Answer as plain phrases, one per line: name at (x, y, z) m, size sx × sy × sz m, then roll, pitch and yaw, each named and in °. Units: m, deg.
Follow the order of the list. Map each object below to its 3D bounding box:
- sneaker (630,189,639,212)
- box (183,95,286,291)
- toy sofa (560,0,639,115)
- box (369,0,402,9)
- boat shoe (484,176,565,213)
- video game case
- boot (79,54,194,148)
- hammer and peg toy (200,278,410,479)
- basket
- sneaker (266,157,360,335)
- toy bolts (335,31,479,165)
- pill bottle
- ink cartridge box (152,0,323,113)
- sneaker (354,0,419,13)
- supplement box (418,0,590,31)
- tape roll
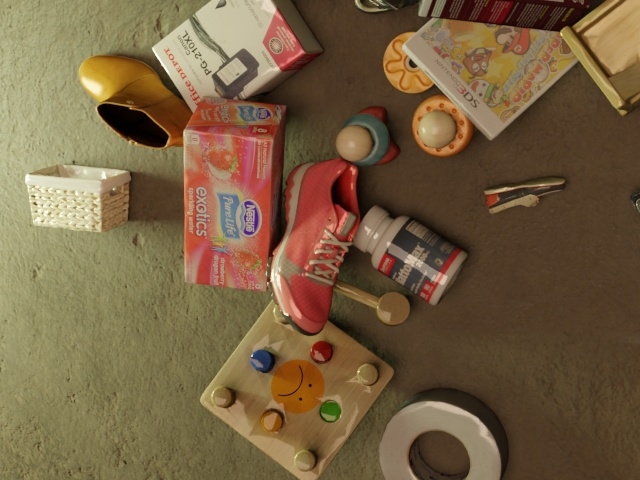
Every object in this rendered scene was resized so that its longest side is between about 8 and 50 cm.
sneaker at (0.555, -0.113, 1.675) m, size 0.163 × 0.086 × 0.226 m, roll -9°, pitch 99°, yaw 19°
box at (-0.145, -0.077, 1.855) m, size 0.154 × 0.142 × 0.300 m, roll 7°, pitch 121°, yaw 4°
toy sofa at (0.547, -0.350, 1.590) m, size 0.362 × 0.177 × 0.150 m, roll -38°, pitch 79°, yaw 23°
box at (0.071, -0.551, 1.634) m, size 0.293 × 0.073 × 0.295 m, roll 31°, pitch 89°, yaw -28°
boat shoe at (0.337, -0.075, 1.783) m, size 0.137 × 0.049 × 0.043 m, roll -10°, pitch 101°, yaw 24°
video game case at (0.279, -0.305, 1.711) m, size 0.227 × 0.026 × 0.206 m, roll -42°, pitch 85°, yaw -7°
boot at (-0.344, -0.247, 1.906) m, size 0.295 × 0.211 × 0.104 m, roll 26°, pitch 108°, yaw 13°
hammer and peg toy at (-0.014, 0.209, 1.917) m, size 0.266 × 0.127 × 0.361 m, roll 35°, pitch 85°, yaw 10°
basket at (-0.450, -0.079, 2.035) m, size 0.167 × 0.113 × 0.103 m, roll 5°, pitch 105°, yaw 19°
sneaker at (0.000, -0.001, 1.805) m, size 0.136 × 0.116 × 0.314 m, roll -18°, pitch 60°, yaw 46°
toy bolts at (0.120, -0.213, 1.772) m, size 0.228 × 0.158 × 0.218 m, roll -24°, pitch 92°, yaw 23°
pill bottle at (0.148, 0.021, 1.841) m, size 0.180 × 0.108 × 0.108 m, roll 32°, pitch 110°, yaw 11°
ink cartridge box at (-0.144, -0.329, 1.875) m, size 0.237 × 0.100 × 0.172 m, roll -33°, pitch 89°, yaw 23°
sneaker at (0.142, -0.411, 1.761) m, size 0.192 × 0.086 × 0.064 m, roll -16°, pitch 96°, yaw 22°
supplement box at (0.276, -0.377, 1.642) m, size 0.239 × 0.130 × 0.073 m, roll 7°, pitch 84°, yaw -1°
tape roll at (0.217, 0.374, 1.911) m, size 0.219 × 0.072 × 0.219 m, roll 4°, pitch 103°, yaw 18°
